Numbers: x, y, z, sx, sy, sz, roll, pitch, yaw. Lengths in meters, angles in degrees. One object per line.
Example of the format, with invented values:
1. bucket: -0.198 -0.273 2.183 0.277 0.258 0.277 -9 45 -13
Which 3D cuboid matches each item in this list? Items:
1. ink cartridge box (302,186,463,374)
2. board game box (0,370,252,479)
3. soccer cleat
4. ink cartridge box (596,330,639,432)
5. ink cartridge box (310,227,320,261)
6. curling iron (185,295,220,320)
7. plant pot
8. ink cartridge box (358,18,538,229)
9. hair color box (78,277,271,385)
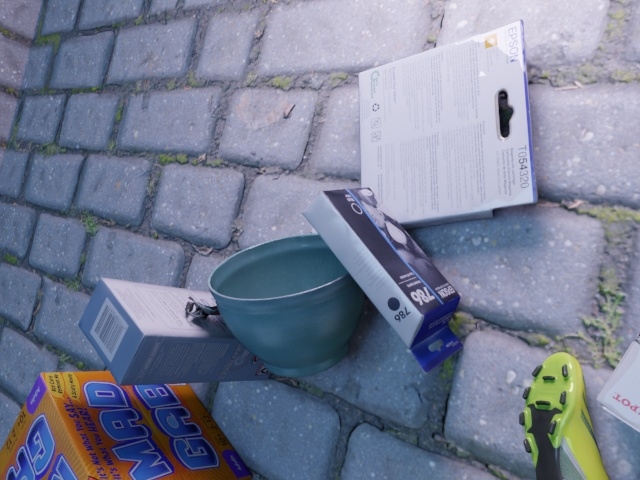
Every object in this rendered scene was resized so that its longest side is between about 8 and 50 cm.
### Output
1. ink cartridge box: 0.124 0.050 0.912 0.065 0.165 0.332 -47 72 29
2. board game box: -0.447 0.535 1.181 0.356 0.356 0.356 40 105 36
3. soccer cleat: 0.361 0.309 0.777 0.093 0.121 0.289 -40 35 56
4. ink cartridge box: 0.486 0.169 0.703 0.148 0.086 0.203 35 103 37
5. ink cartridge box: 0.000 0.000 1.153 0.048 0.028 0.083 34 102 37
6. curling iron: -0.184 0.133 1.117 0.068 0.274 0.035 21 95 22
7. plant pot: -0.046 0.129 1.024 0.293 0.293 0.196 6 115 38
8. ink cartridge box: 0.224 -0.192 0.994 0.330 0.071 0.324 -7 78 34
9. hair color box: -0.258 0.187 1.092 0.185 0.374 0.113 37 103 37
